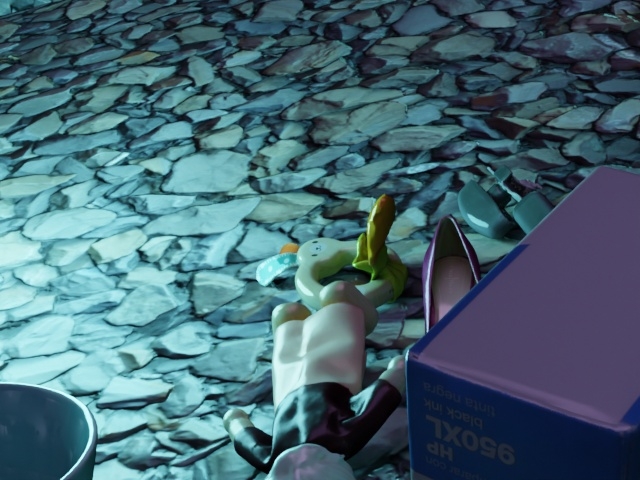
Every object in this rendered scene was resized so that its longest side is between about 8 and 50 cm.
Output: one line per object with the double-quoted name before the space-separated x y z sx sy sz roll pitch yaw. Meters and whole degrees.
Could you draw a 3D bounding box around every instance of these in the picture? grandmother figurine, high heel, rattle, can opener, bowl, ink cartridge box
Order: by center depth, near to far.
"ink cartridge box" 0.202 0.192 1.205 0.166 0.395 0.285 17 37 30
"bowl" -0.339 0.266 1.510 0.311 0.163 0.311 -7 21 3
"grandmother figurine" 0.001 0.170 1.670 0.208 0.104 0.342 -31 24 22
"high heel" 0.143 0.075 1.763 0.082 0.117 0.244 -6 28 10
"rattle" 0.000 0.000 1.944 0.130 0.143 0.199 -44 45 -18
"can opener" 0.248 -0.008 1.955 0.093 0.074 0.280 -47 28 5
